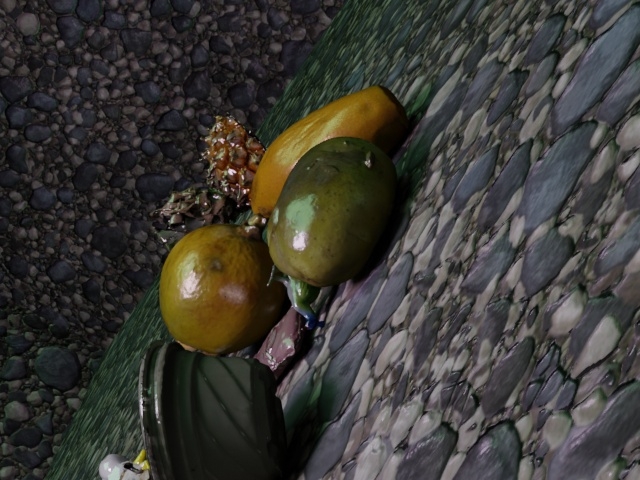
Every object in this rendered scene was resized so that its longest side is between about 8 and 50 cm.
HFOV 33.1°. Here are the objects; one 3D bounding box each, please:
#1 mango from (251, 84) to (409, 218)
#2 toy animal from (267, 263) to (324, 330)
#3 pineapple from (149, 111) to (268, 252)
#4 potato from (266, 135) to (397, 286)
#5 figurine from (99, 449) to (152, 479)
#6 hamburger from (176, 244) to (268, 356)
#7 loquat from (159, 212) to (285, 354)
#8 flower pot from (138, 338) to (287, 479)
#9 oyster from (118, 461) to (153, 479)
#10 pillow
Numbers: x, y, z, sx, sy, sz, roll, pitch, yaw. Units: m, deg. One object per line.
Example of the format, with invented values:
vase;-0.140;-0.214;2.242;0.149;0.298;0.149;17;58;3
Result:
mango;0.003;-0.129;1.722;0.187;0.144;0.359;-27;-8;-40
toy animal;-0.038;0.038;1.541;0.217;0.075;0.041;-97;19;-44
pineapple;-0.215;-0.079;2.157;0.271;0.262;0.262;-45;9;-11
potato;0.016;-0.043;1.477;0.197;0.148;0.228;3;53;50
figurine;-0.373;0.467;2.013;0.130;0.109;0.178;26;84;52
hamburger;-0.186;0.102;2.001;0.243;0.146;0.286;-63;11;16
loquat;-0.154;0.062;1.747;0.246;0.213;0.213;-61;10;14
flower pot;-0.119;0.222;1.272;0.235;0.141;0.235;-10;-90;-83
oyster;-0.327;0.477;1.769;0.214;0.083;0.223;-57;16;24
pillow;-0.067;0.170;1.549;0.185;0.043;0.118;-56;15;31
